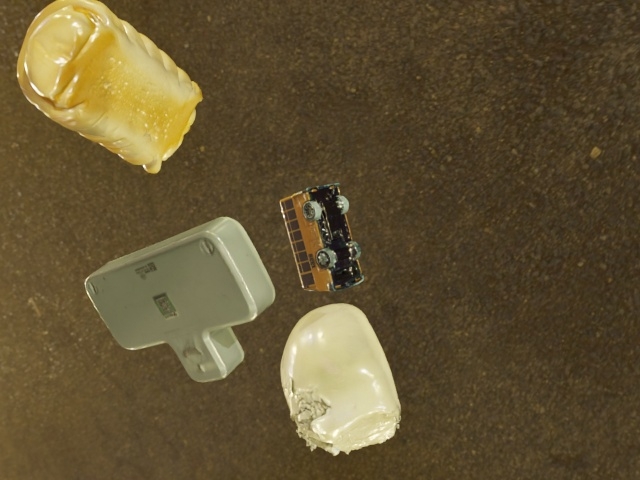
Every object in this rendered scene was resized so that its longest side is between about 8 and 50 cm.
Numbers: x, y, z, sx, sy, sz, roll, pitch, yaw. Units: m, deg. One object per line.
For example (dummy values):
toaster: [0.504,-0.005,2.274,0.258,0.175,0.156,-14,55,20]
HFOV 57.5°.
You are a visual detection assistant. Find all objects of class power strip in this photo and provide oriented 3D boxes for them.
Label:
power strip: [-0.172,0.091,0.756,0.264,0.059,0.194,-18,105,32]

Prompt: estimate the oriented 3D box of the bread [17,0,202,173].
bread: [-0.300,-0.224,0.847,0.121,0.311,0.173,32,88,21]

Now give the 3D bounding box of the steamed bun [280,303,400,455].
steamed bun: [0.026,0.313,1.324,0.334,0.232,0.312,83,167,-46]

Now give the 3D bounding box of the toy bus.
toy bus: [0.000,0.000,1.138,0.114,0.098,0.201,-15,90,46]
